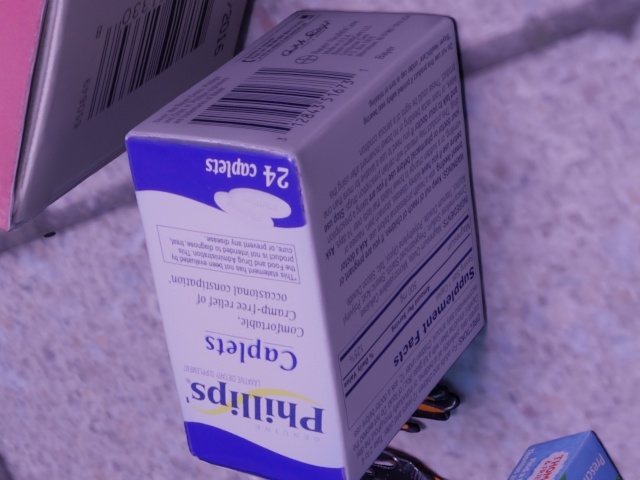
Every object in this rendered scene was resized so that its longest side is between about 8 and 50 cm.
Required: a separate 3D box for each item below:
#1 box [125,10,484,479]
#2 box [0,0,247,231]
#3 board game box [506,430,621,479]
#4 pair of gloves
[{"bbox_3d":[0.000,0.000,0.613,0.072,0.126,0.137,7,120,29],"label":"box"},{"bbox_3d":[-0.151,-0.134,0.616,0.232,0.148,0.126,31,131,15],"label":"box"},{"bbox_3d":[0.115,0.205,0.640,0.039,0.160,0.211,-23,104,39],"label":"board game box"},{"bbox_3d":[0.030,0.087,0.725,0.074,0.010,0.083,6,123,29],"label":"pair of gloves"}]
